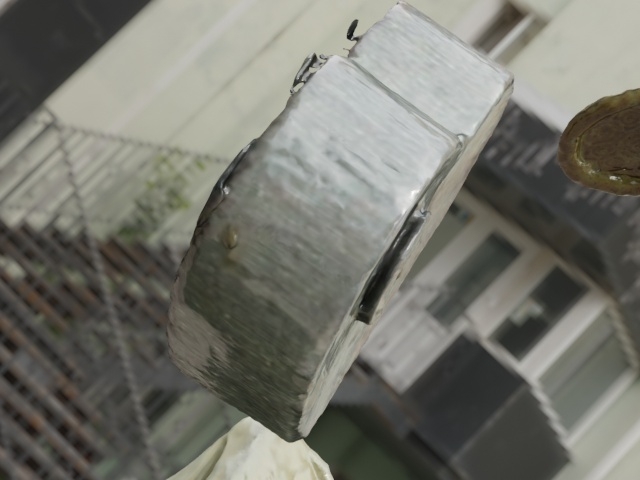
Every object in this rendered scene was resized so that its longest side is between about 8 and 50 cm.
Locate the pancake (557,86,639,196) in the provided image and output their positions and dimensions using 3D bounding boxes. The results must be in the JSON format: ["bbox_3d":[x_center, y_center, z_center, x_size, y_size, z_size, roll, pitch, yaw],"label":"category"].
[{"bbox_3d":[0.206,-0.060,1.121,0.115,0.011,0.115,3,-33,2],"label":"pancake"}]

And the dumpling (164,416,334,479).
[{"bbox_3d":[-0.056,0.215,0.815,0.131,0.252,0.179,8,-37,55],"label":"dumpling"}]

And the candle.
[{"bbox_3d":[0.000,0.000,0.668,0.068,0.168,0.192,33,29,6],"label":"candle"}]
